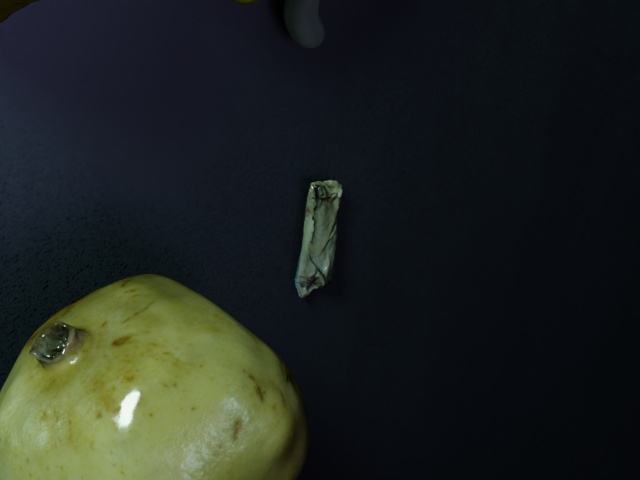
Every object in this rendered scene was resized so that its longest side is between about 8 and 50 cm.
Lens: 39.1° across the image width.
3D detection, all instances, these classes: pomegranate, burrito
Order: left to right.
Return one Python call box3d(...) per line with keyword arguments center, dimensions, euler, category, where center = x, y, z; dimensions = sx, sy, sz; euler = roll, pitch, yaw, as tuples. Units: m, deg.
box3d(center=(-0.183, 0.190, 0.970), dimensions=(0.332, 0.332, 0.333), euler=(-18, 125, -28), category="pomegranate")
box3d(center=(-0.001, -0.001, 1.181), dimensions=(0.051, 0.042, 0.171), euler=(-14, 120, -34), category="burrito")

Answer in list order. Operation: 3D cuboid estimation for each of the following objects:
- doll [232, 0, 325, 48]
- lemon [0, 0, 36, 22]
box3d(center=(-0.049, -0.317, 0.910), dimensions=(0.242, 0.159, 0.311), euler=(-39, 157, -29), category="doll")
box3d(center=(-0.266, -0.304, 0.676), dimensions=(0.233, 0.233, 0.288), euler=(-18, 126, -28), category="lemon")
